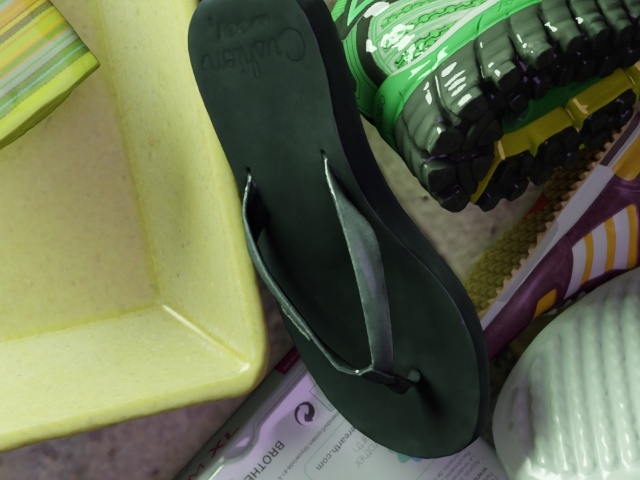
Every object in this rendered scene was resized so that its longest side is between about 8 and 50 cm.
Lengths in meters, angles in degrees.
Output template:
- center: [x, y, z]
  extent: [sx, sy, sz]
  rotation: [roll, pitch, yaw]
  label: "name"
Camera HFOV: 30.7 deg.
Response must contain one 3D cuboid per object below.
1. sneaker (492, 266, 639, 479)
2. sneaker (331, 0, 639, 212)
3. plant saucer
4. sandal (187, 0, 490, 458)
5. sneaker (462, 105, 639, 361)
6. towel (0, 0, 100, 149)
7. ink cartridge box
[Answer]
- center: [0.265, 0.075, 0.664]
  extent: [0.366, 0.135, 0.150]
  rotation: [-25, 130, -13]
  label: "sneaker"
- center: [0.157, -0.150, 0.636]
  extent: [0.344, 0.134, 0.146]
  rotation: [-24, 55, -25]
  label: "sneaker"
- center: [-0.220, -0.054, 0.584]
  extent: [0.333, 0.081, 0.332]
  rotation: [-12, 95, -12]
  label: "plant saucer"
- center: [-0.001, 0.000, 0.564]
  extent: [0.097, 0.054, 0.254]
  rotation: [-20, 101, 33]
  label: "sandal"
- center: [0.151, 0.013, 0.675]
  extent: [0.084, 0.069, 0.185]
  rotation: [40, 86, -11]
  label: "sneaker"
- center: [-0.214, -0.141, 0.532]
  extent: [0.102, 0.021, 0.237]
  rotation: [-41, 99, -14]
  label: "towel"
- center: [0.059, 0.208, 0.668]
  extent: [0.311, 0.065, 0.186]
  rotation: [43, 83, -9]
  label: "ink cartridge box"
